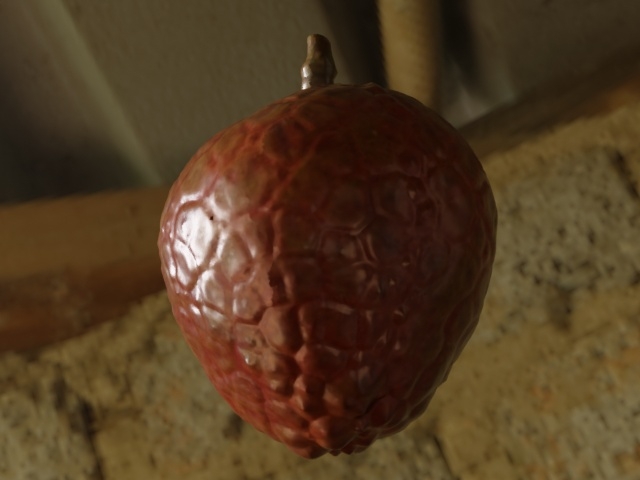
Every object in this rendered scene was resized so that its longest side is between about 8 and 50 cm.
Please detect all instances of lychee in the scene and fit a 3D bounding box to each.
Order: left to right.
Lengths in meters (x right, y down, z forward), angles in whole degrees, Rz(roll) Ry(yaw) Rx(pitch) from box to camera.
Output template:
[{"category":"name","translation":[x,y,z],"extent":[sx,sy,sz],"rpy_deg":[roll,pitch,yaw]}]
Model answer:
[{"category":"lychee","translation":[0.000,0.000,1.305],"extent":[0.255,0.300,0.255],"rpy_deg":[-19,-19,-7]}]
